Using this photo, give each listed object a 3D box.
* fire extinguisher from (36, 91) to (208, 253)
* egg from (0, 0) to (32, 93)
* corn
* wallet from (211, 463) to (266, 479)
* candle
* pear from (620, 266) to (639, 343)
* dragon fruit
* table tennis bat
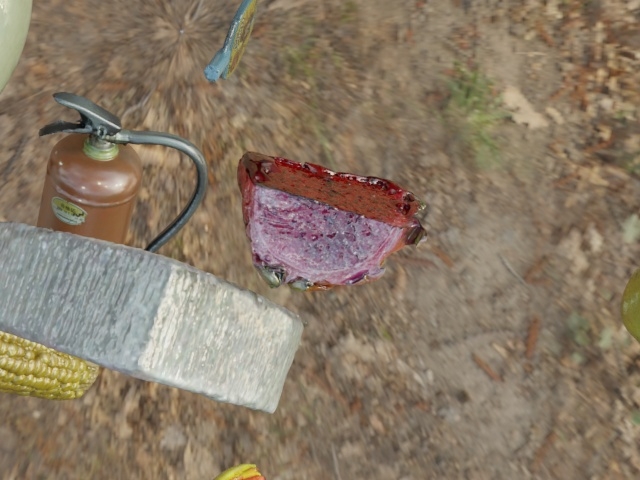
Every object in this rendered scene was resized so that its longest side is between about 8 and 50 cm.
[{"bbox_3d":[-0.263,-0.028,1.721,0.200,0.113,0.376,-12,137,-32],"label":"fire extinguisher"},{"bbox_3d":[-0.305,-0.176,1.017,0.186,0.186,0.253,14,118,-8],"label":"egg"},{"bbox_3d":[-0.389,0.119,1.629,0.322,0.119,0.119,28,96,-50],"label":"corn"},{"bbox_3d":[-0.135,0.277,1.076,0.241,0.141,0.067,-44,79,6],"label":"wallet"},{"bbox_3d":[-0.098,0.042,0.769,0.192,0.168,0.068,18,82,-9],"label":"candle"},{"bbox_3d":[0.411,0.067,1.565,0.141,0.104,0.141,0,69,1],"label":"pear"},{"bbox_3d":[0.000,0.000,1.042,0.147,0.102,0.096,14,106,-4],"label":"dragon fruit"},{"bbox_3d":[-0.103,-0.228,1.631,0.019,0.155,0.100,21,125,3],"label":"table tennis bat"}]
